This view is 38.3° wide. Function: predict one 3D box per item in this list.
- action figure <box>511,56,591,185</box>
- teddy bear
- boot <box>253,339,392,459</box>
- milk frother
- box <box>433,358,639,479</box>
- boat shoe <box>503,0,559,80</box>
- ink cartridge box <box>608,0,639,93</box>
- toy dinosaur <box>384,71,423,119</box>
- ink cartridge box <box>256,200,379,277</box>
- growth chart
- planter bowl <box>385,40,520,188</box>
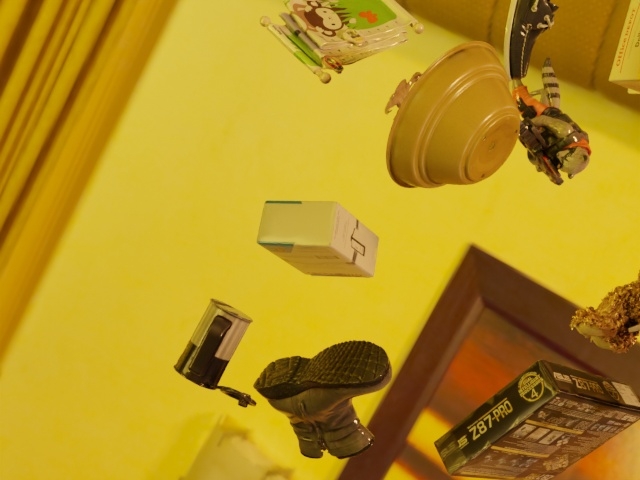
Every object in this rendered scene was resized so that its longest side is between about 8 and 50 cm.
[{"bbox_3d":[0.549,-0.297,2.245,0.341,0.179,0.330,33,-152,-56],"label":"action figure"},{"bbox_3d":[0.631,0.105,1.732,0.245,0.338,0.113,19,-134,-33],"label":"teddy bear"},{"bbox_3d":[0.048,0.317,1.779,0.338,0.118,0.222,-13,119,46],"label":"boot"},{"bbox_3d":[-0.151,0.192,1.547,0.143,0.134,0.129,28,-178,-16],"label":"milk frother"},{"bbox_3d":[0.490,0.413,2.031,0.395,0.318,0.097,18,-145,-43],"label":"box"},{"bbox_3d":[0.412,-0.455,1.773,0.091,0.302,0.114,9,-167,16],"label":"boat shoe"},{"bbox_3d":[0.753,-0.426,1.992,0.119,0.207,0.353,14,-177,-18],"label":"ink cartridge box"},{"bbox_3d":[0.165,-0.306,2.010,0.053,0.092,0.183,28,-129,17],"label":"toy dinosaur"},{"bbox_3d":[0.000,0.000,1.672,0.148,0.085,0.203,2,164,25],"label":"ink cartridge box"},{"bbox_3d":[0.030,-0.308,1.307,0.237,0.021,0.172,-32,-117,-34],"label":"growth chart"},{"bbox_3d":[0.193,-0.140,1.194,0.090,0.217,0.217,39,-166,31],"label":"planter bowl"}]
